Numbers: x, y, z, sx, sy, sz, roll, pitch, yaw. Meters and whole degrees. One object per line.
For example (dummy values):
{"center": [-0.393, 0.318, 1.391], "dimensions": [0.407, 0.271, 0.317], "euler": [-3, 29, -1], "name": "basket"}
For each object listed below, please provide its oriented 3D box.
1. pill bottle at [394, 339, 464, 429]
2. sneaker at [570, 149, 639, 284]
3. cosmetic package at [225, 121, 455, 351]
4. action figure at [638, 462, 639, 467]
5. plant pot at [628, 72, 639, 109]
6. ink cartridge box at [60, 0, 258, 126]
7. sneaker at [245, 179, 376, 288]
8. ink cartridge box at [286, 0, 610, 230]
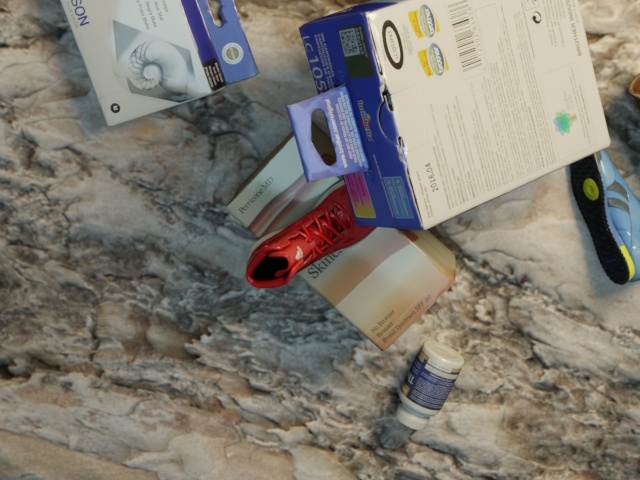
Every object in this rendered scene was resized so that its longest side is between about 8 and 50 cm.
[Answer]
{"center": [0.154, 0.211, 1.775], "dimensions": [0.067, 0.067, 0.120], "euler": [24, 105, -2], "name": "pill bottle"}
{"center": [0.410, -0.046, 1.693], "dimensions": [0.082, 0.069, 0.209], "euler": [-22, 94, -23], "name": "sneaker"}
{"center": [0.032, -0.010, 1.693], "dimensions": [0.296, 0.129, 0.153], "euler": [41, 106, -6], "name": "cosmetic package"}
{"center": [0.516, 0.336, 1.777], "dimensions": [0.115, 0.030, 0.038], "euler": [7, 94, 33], "name": "action figure"}
{"center": [0.505, -0.147, 1.606], "dimensions": [0.167, 0.167, 0.165], "euler": [-17, 110, 9], "name": "plant pot"}
{"center": [-0.225, -0.292, 1.682], "dimensions": [0.224, 0.045, 0.223], "euler": [-18, 103, 9], "name": "ink cartridge box"}
{"center": [0.000, 0.000, 1.565], "dimensions": [0.221, 0.128, 0.087], "euler": [-37, 99, 12], "name": "sneaker"}
{"center": [0.150, -0.181, 1.518], "dimensions": [0.395, 0.151, 0.270], "euler": [-24, 105, -32], "name": "ink cartridge box"}
